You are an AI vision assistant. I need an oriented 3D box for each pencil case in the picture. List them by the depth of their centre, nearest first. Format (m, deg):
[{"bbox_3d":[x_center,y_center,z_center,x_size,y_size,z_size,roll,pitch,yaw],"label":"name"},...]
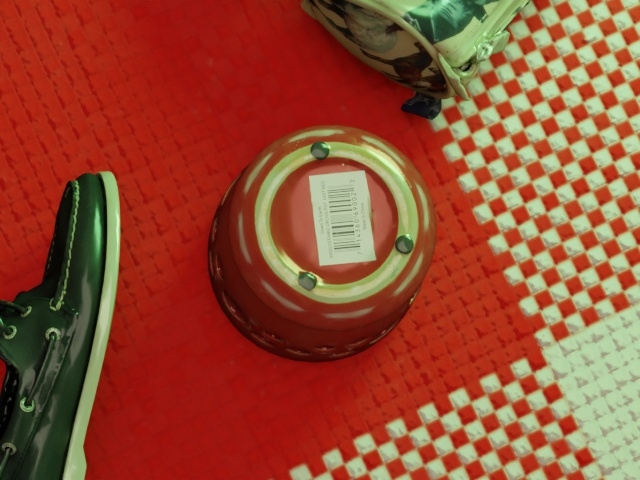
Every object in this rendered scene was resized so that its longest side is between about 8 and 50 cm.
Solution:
[{"bbox_3d":[0.178,-0.303,1.471,0.183,0.160,0.410,37,77,20],"label":"pencil case"}]

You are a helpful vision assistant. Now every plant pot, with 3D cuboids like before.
[{"bbox_3d":[0.000,0.000,1.394,0.191,0.174,0.191,1,79,-3],"label":"plant pot"}]

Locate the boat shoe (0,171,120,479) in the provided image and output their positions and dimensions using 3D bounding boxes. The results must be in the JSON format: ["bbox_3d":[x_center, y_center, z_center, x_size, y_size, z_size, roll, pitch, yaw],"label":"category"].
[{"bbox_3d":[-0.242,0.102,1.373,0.113,0.127,0.340,10,88,-16],"label":"boat shoe"}]
